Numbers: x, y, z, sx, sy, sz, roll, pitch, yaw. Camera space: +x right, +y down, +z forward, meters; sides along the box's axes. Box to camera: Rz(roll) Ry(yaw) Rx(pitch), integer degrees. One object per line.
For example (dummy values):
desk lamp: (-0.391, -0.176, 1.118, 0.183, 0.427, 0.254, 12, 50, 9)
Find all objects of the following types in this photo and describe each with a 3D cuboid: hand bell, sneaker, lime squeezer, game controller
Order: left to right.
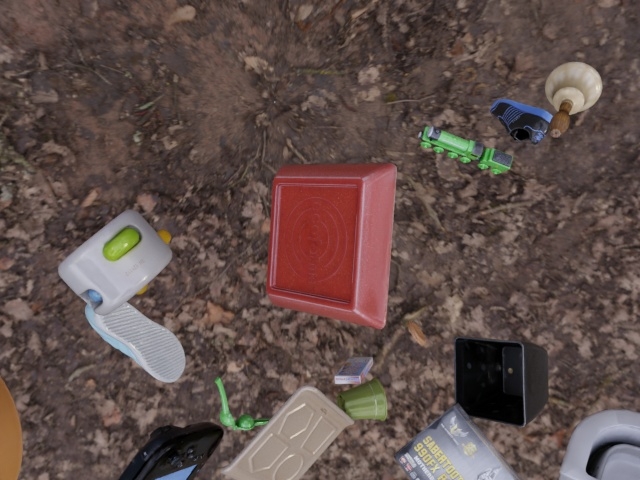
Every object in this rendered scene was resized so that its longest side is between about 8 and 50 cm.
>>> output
sneaker: (-0.546, 0.284, 1.804, 0.135, 0.150, 0.366, -52, 129, -27)
game controller: (-0.269, 0.399, 0.908, 0.067, 0.166, 0.319, 43, 102, 32)
lime squeezer: (-0.229, 0.507, 1.794, 0.310, 0.059, 0.110, 41, 68, -36)
sneaker: (0.540, -0.329, 1.691, 0.081, 0.232, 0.090, 33, 93, -30)
hand bell: (0.544, -0.292, 1.347, 0.126, 0.242, 0.126, 17, 132, 19)

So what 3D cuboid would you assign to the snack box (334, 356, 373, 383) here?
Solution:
snack box: (0.087, 0.328, 1.546, 0.064, 0.178, 0.022, -2, 94, 15)

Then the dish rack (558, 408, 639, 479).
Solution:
dish rack: (0.291, 0.309, 0.437, 0.285, 0.333, 0.072, 19, 137, 25)

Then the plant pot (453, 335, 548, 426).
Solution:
plant pot: (0.446, 0.323, 1.457, 0.167, 0.187, 0.188, 2, 86, -41)

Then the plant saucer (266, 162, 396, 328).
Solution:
plant saucer: (0.000, 0.000, 1.001, 0.048, 0.259, 0.258, 1, 94, -48)

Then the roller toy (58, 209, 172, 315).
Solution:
roller toy: (-0.397, 0.047, 1.200, 0.191, 0.209, 0.146, -38, 102, 9)

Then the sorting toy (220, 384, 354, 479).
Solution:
sorting toy: (-0.055, 0.354, 1.070, 0.208, 0.038, 0.193, -43, 137, -5)

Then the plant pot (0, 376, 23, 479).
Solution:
plant pot: (-0.575, 0.282, 0.782, 0.291, 0.203, 0.291, 1, 96, 14)

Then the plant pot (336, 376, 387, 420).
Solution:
plant pot: (0.076, 0.313, 1.169, 0.079, 0.083, 0.083, -7, 104, -17)

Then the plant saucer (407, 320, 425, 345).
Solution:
plant saucer: (0.289, 0.275, 1.812, 0.013, 0.083, 0.083, -38, 103, 17)

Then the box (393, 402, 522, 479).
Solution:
box: (0.299, 0.498, 1.300, 0.183, 0.056, 0.231, -44, 69, 14)

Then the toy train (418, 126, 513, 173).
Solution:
toy train: (0.123, -0.077, 0.511, 0.083, 0.024, 0.017, 19, 79, -10)
